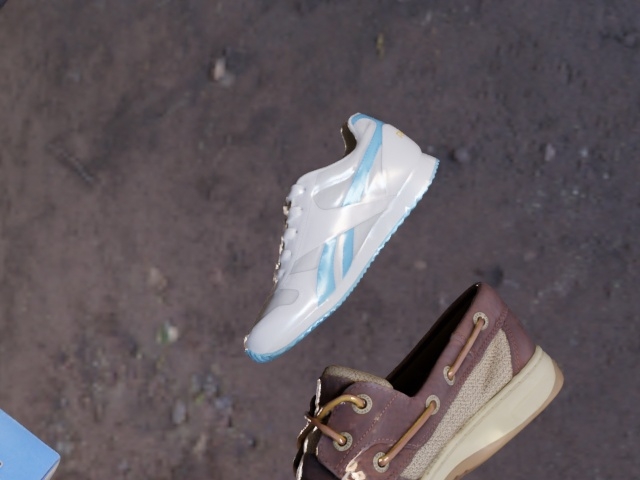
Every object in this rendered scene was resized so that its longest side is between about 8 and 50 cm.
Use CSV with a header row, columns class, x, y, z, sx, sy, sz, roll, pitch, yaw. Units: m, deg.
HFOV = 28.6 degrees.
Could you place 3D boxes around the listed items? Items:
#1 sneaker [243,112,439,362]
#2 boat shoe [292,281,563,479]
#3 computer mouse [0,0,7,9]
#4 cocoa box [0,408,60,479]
class,x,y,z,sx,sy,sz,roll,pitch,yaw
sneaker,0.000,0.000,1.046,0.229,0.092,0.087,-54,2,-13
boat shoe,0.031,0.146,0.917,0.123,0.342,0.123,58,154,-6
computer mouse,-0.407,-0.360,1.484,0.272,0.072,0.189,101,149,-68
cocoa box,-0.374,0.225,0.908,0.231,0.228,0.347,39,142,0
